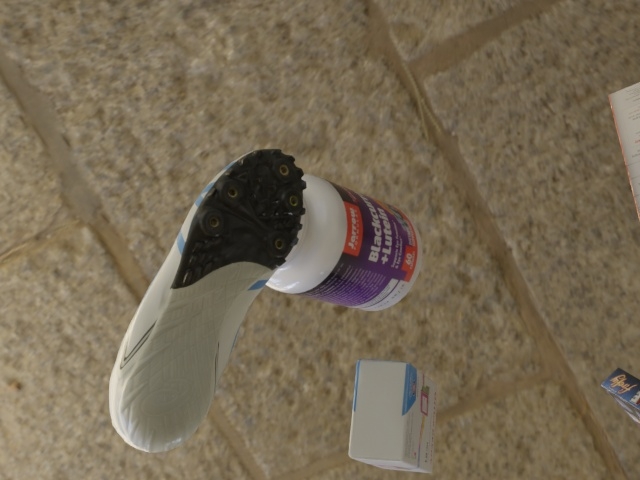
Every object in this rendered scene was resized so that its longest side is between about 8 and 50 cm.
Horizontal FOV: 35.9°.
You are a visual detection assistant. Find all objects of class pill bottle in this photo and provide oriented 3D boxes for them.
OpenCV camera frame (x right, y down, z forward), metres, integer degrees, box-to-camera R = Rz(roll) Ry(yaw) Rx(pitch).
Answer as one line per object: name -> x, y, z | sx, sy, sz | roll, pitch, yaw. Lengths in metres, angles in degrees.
pill bottle -> 0.000, 0.000, 0.897 | 0.108, 0.193, 0.108 | -10, 74, 36

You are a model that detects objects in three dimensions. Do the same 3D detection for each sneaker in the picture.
sneaker -> -0.087, 0.037, 0.719 | 0.085, 0.086, 0.237 | 30, 81, -26

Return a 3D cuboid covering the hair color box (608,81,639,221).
hair color box -> 0.318, -0.081, 0.903 | 0.072, 0.141, 0.043 | -21, 149, 30

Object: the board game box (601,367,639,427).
board game box -> 0.544, 0.306, 1.479 | 0.042, 0.165, 0.243 | -45, 103, -2

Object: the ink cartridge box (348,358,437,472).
ink cartridge box -> 0.070, 0.164, 0.913 | 0.052, 0.122, 0.088 | 1, 73, 18
